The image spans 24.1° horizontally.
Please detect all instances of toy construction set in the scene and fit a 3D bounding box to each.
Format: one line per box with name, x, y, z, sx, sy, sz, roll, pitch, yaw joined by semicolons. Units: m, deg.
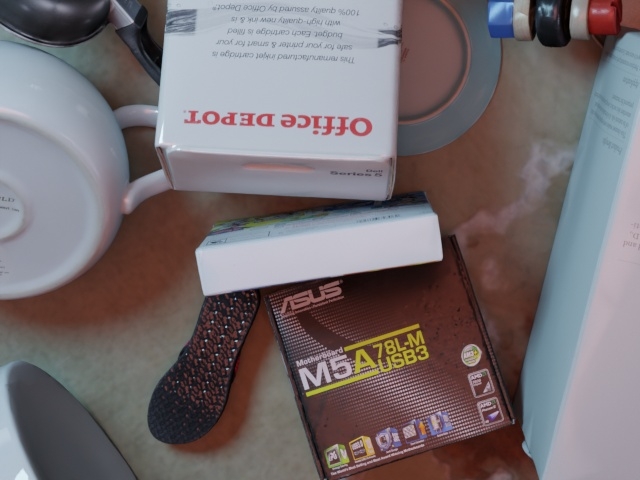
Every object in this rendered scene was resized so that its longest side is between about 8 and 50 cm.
toy construction set;0.227;-0.329;1.228;0.257;0.308;0.237;43;52;-35

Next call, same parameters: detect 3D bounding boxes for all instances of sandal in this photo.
sandal;-0.104;0.113;1.412;0.067;0.040;0.179;27;99;3

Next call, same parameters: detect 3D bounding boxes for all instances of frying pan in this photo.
frying pan;-0.209;-0.207;1.294;0.053;0.197;0.326;-24;103;40

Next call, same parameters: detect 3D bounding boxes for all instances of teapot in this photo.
teapot;-0.278;-0.085;1.332;0.252;0.187;0.256;-31;122;23

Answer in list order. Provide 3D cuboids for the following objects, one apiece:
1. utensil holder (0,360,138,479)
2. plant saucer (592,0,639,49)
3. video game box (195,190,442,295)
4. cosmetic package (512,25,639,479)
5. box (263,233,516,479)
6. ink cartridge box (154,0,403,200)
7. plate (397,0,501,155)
utensil holder;-0.345;0.330;1.303;0.385;0.327;0.328;-33;95;3
plant saucer;0.314;-0.237;1.370;0.168;0.029;0.169;0;96;1
video game box;0.000;0.000;1.325;0.205;0.187;0.048;-8;100;3
cosmetic package;0.290;0.020;1.295;0.156;0.217;0.385;11;103;-1
box;0.064;0.109;1.390;0.190;0.045;0.184;-17;85;4
ink cartridge box;-0.029;-0.180;1.293;0.198;0.115;0.273;3;72;2
plate;0.075;-0.171;1.386;0.188;0.024;0.188;0;97;1
